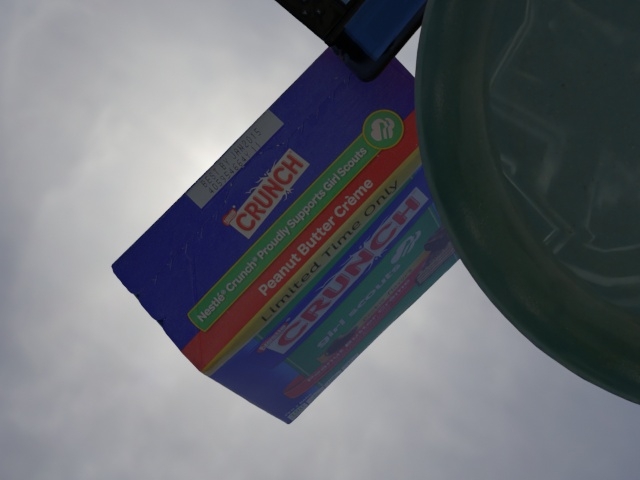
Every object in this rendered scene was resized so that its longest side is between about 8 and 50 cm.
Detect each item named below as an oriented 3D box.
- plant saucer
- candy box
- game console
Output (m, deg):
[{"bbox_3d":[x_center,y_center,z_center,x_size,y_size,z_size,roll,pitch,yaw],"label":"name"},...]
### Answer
[{"bbox_3d":[0.203,-0.066,0.848,0.317,0.317,0.044,43,-156,0],"label":"plant saucer"},{"bbox_3d":[0.000,0.000,1.456,0.122,0.268,0.317,45,179,18],"label":"candy box"},{"bbox_3d":[0.034,-0.203,1.262,0.124,0.144,0.085,40,-172,-2],"label":"game console"}]
